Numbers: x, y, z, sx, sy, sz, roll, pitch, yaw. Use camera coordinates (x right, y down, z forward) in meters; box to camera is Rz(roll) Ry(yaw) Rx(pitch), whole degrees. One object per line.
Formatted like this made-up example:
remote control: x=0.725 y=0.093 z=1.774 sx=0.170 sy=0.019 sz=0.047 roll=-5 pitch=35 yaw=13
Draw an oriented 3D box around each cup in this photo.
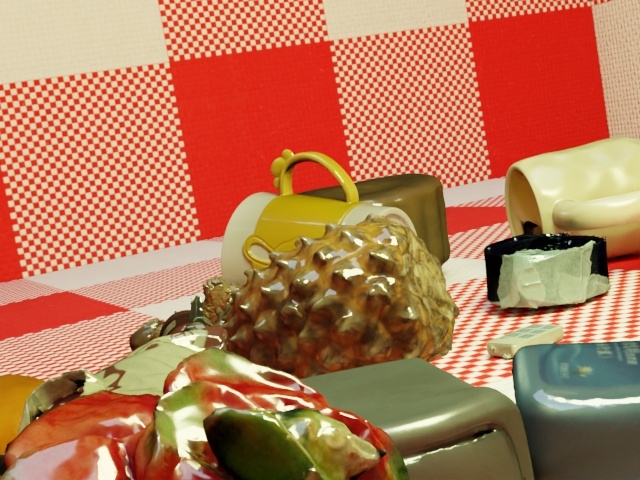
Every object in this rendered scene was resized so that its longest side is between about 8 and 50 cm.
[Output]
cup: x=0.000 y=0.000 z=1.408 sx=0.226 sy=0.241 sz=0.185 roll=3 pitch=11 yaw=34
cup: x=0.390 y=-0.067 z=1.499 sx=0.202 sy=0.173 sz=0.255 roll=-12 pitch=-19 yaw=-6

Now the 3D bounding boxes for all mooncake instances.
mooncake: x=0.057 y=-0.003 z=1.656 sx=0.290 sy=0.161 sz=0.290 roll=-10 pitch=8 yaw=1

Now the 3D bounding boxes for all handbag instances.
handbag: x=-0.148 y=0.148 z=0.699 sx=0.213 sy=0.127 sz=0.235 roll=-37 pitch=5 yaw=3

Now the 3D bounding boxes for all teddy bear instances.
teddy bear: x=-0.164 y=0.115 z=1.348 sx=0.160 sy=0.078 sz=0.119 roll=-30 pitch=-12 yaw=10

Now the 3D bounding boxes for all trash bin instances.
trash bin: x=0.028 y=0.143 z=0.672 sx=0.176 sy=0.101 sz=0.236 roll=-12 pitch=4 yaw=-6

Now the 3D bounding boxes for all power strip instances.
power strip: x=0.212 y=0.103 z=1.100 sx=0.090 sy=0.016 sz=0.040 roll=-14 pitch=8 yaw=-39

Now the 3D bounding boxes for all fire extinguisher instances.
fire extinguisher: x=-0.142 y=0.107 z=1.180 sx=0.071 sy=0.099 sz=0.231 roll=1 pitch=-1 yaw=-9

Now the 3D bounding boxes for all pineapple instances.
pineapple: x=-0.055 y=0.103 z=0.985 sx=0.361 sy=0.175 sz=0.175 roll=-24 pitch=-1 yaw=25

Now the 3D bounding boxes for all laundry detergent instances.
laundry detergent: x=0.272 y=0.099 z=0.684 sx=0.289 sy=0.094 sz=0.143 roll=-9 pitch=2 yaw=9

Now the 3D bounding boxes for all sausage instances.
sausage: x=-0.305 y=0.174 z=0.930 sx=0.098 sy=0.098 sz=0.238 roll=-8 pitch=8 yaw=12

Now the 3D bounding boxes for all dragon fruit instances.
dragon fruit: x=-0.068 y=0.151 z=0.359 sx=0.193 sy=0.192 sz=0.274 roll=30 pitch=-63 yaw=-36

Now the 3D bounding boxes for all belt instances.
belt: x=0.282 y=0.036 z=1.323 sx=0.151 sy=0.078 sz=0.198 roll=-1 pitch=7 yaw=30
